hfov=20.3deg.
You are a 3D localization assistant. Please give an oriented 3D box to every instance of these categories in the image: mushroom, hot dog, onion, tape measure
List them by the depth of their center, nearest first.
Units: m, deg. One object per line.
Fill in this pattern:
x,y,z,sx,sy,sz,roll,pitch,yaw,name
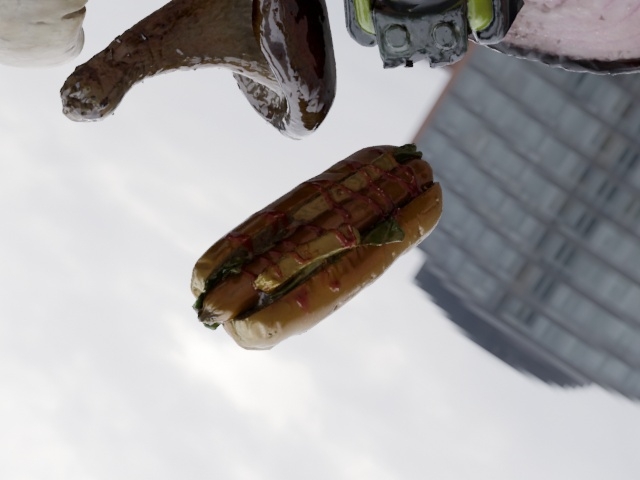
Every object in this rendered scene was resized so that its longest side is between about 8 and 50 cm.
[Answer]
0.073,-0.213,1.014,0.112,0.186,0.199,-3,-156,19,tape measure
-0.105,-0.163,1.360,0.218,0.227,0.148,-20,-169,-23,mushroom
0.000,0.000,1.382,0.250,0.076,0.104,-31,-111,-34,hot dog
0.220,-0.268,1.397,0.256,0.272,0.230,37,-139,-5,onion
-0.242,-0.279,1.612,0.195,0.253,0.189,14,-178,-1,mushroom
